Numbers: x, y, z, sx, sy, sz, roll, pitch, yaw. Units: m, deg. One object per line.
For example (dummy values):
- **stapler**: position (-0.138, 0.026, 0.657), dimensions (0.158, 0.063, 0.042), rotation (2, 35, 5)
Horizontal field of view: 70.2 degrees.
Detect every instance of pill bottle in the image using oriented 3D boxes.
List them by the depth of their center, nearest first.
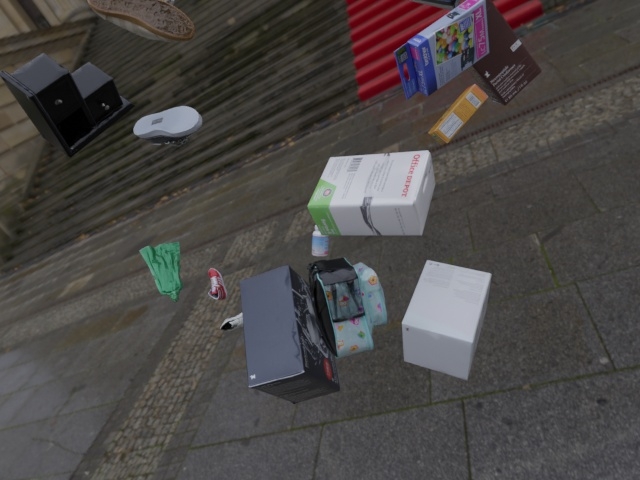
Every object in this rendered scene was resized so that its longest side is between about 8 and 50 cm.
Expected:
- **pill bottle**: position (0.000, 0.000, 2.407), dimensions (0.087, 0.160, 0.087), rotation (3, 10, 0)

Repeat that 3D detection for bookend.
- **bookend**: position (-0.417, -0.251, 0.772), dimensions (0.157, 0.072, 0.156), rotation (-51, -10, -24)

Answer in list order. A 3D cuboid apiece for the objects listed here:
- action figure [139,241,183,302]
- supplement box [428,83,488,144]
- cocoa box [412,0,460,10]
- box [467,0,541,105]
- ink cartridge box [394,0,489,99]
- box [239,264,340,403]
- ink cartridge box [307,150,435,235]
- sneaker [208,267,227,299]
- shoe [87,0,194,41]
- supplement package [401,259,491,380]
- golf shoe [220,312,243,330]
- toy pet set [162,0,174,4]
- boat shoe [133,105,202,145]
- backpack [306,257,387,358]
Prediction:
- **action figure**: position (-0.529, 0.115, 1.573), dimensions (0.137, 0.063, 0.232), rotation (-16, 57, -18)
- **supplement box**: position (0.520, -0.475, 1.727), dimensions (0.233, 0.080, 0.078), rotation (-47, 7, 2)
- **cocoa box**: position (0.302, -0.926, 1.469), dimensions (0.347, 0.231, 0.228), rotation (24, 16, 19)
- **box**: position (0.668, -0.739, 1.790), dimensions (0.191, 0.381, 0.143), rotation (-45, 22, 16)
- **ink cartridge box**: position (0.384, -0.587, 1.417), dimensions (0.311, 0.186, 0.065), rotation (-34, 47, -4)
- **box**: position (-0.094, 0.307, 1.451), dimensions (0.178, 0.312, 0.343), rotation (-20, 59, 14)
- **ink cartridge box**: position (0.134, -0.117, 1.148), dimensions (0.272, 0.115, 0.198), rotation (1, 48, 27)
- **sneaker**: position (-0.365, 0.151, 1.569), dimensions (0.042, 0.118, 0.067), rotation (-30, -8, 16)
- **shoe**: position (-0.386, -0.487, 0.993), dimensions (0.058, 0.219, 0.077), rotation (172, 110, -68)
- **supplement package**: position (0.382, 0.235, 1.380), dimensions (0.199, 0.198, 0.263), rotation (12, 47, 24)
- **golf shoe**: position (-0.329, 0.332, 1.861), dimensions (0.176, 0.069, 0.086), rotation (-28, -1, 15)
- **toy pet set**: position (-0.491, -0.792, 1.415), dimensions (0.065, 0.114, 0.122), rotation (-33, 64, -23)
- **boat shoe**: position (-0.512, -0.381, 1.586), dimensions (0.306, 0.105, 0.113), rotation (-4, 65, 29)
- **backpack**: position (0.054, 0.136, 0.924), dimensions (0.144, 0.188, 0.166), rotation (-7, 7, -10)
